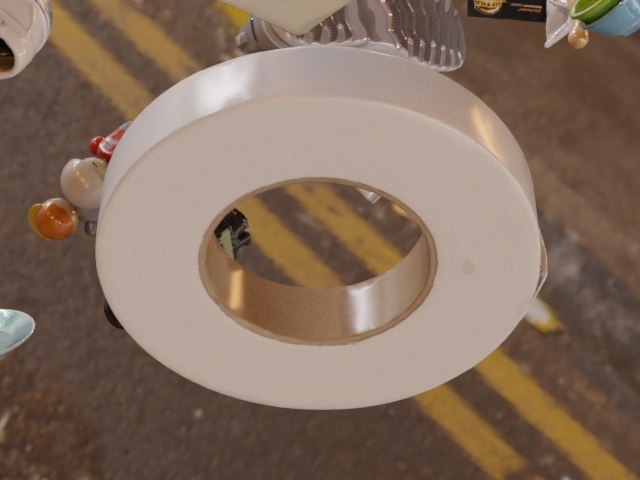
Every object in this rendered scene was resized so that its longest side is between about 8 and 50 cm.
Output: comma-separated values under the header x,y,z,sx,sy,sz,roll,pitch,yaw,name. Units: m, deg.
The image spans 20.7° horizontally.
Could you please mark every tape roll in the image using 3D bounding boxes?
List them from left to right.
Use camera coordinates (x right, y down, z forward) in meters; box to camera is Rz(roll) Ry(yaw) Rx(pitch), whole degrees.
x,y,z,sx,sy,sz,roll,pitch,yaw,name
0.000,0.000,1.534,0.392,0.392,0.072,21,40,-20,tape roll

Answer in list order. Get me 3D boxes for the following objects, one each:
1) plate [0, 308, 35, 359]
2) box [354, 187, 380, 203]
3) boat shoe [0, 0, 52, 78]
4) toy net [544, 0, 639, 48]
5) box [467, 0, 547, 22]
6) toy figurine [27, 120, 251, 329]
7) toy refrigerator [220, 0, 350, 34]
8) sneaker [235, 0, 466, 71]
x,y,z,sx,sy,sz,roll,pitch,yaw,name
-0.427,0.126,2.065,0.188,0.024,0.188,-7,19,3,plate
0.066,-0.175,2.377,0.182,0.181,0.119,44,2,5,box
-0.340,-0.185,1.323,0.267,0.096,0.088,21,34,-6,boat shoe
0.238,-0.214,1.464,0.045,0.122,0.232,43,-4,-13,toy net
0.299,-0.289,2.058,0.175,0.051,0.220,10,16,31,box
-0.208,-0.011,1.944,0.148,0.209,0.213,-40,94,-32,toy figurine
-0.060,-0.219,1.087,0.269,0.094,0.102,13,48,-61,toy refrigerator
0.036,-0.230,1.889,0.281,0.115,0.105,5,77,-37,sneaker
